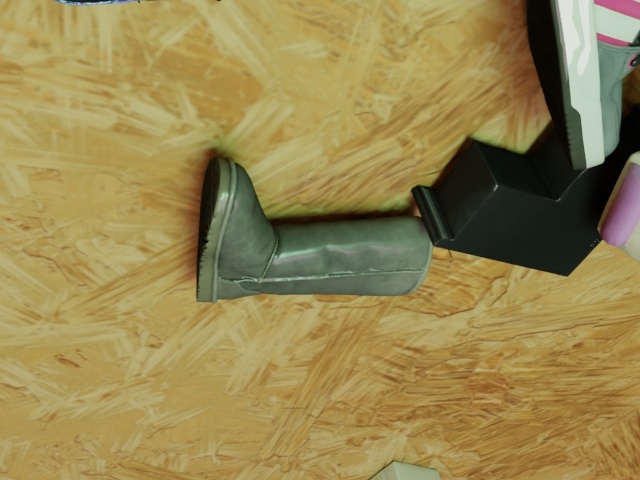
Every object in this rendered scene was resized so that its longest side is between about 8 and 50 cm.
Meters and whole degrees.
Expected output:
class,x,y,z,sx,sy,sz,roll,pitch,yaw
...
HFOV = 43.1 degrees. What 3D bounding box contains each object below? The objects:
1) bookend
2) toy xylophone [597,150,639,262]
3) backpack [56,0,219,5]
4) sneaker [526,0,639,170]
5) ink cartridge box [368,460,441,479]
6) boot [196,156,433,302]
class,x,y,z,sx,sy,sz,roll,pitch,yaw
bookend,0.189,-0.057,0.699,0.157,0.072,0.156,11,131,-26
toy xylophone,0.376,-0.059,0.675,0.322,0.081,0.236,-23,150,-19
backpack,-0.117,-0.188,0.456,0.114,0.084,0.105,-12,139,-9
sneaker,0.228,-0.186,0.531,0.178,0.124,0.295,-12,132,8
ink cartridge box,0.101,0.392,1.144,0.090,0.092,0.143,22,126,-33
boot,0.000,-0.003,0.701,0.208,0.076,0.190,3,150,-9
